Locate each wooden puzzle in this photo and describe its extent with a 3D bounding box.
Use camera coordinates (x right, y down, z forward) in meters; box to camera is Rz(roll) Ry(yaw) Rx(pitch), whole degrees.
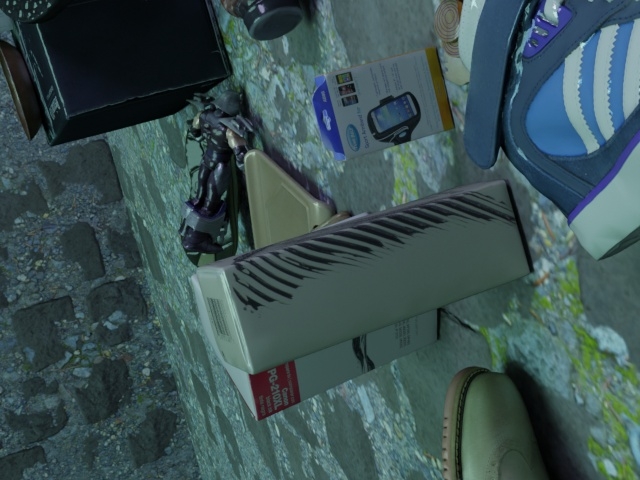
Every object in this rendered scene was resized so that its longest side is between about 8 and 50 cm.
[{"bbox_3d":[-0.036,-0.006,1.284,0.239,0.044,0.221,39,142,49],"label":"wooden puzzle"}]

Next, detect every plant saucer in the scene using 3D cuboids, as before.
[{"bbox_3d":[-0.564,-0.287,1.588,0.198,0.036,0.198,54,156,38],"label":"plant saucer"}]

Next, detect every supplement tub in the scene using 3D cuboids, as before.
[{"bbox_3d":[-0.089,-0.345,1.024,0.198,0.106,0.106,68,160,12],"label":"supplement tub"}]

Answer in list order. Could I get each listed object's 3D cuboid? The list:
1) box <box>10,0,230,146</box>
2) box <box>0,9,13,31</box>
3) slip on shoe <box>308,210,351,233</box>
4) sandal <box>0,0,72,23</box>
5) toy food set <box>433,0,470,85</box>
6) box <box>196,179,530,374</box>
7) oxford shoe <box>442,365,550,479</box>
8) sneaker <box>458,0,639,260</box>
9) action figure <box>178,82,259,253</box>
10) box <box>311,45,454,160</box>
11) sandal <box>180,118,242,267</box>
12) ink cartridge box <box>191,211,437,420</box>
[{"bbox_3d":[-0.413,-0.451,1.529,0.480,0.297,0.471,0,109,69],"label":"box"},{"bbox_3d":[-0.609,-0.438,1.425,0.091,0.130,0.170,58,155,33],"label":"box"},{"bbox_3d":[0.000,0.000,1.142,0.135,0.051,0.041,-33,59,53],"label":"slip on shoe"},{"bbox_3d":[-0.301,-0.410,1.135,0.446,0.107,0.167,-15,81,40],"label":"sandal"},{"bbox_3d":[0.119,-0.206,0.687,0.132,0.038,0.192,42,145,54],"label":"toy food set"},{"bbox_3d":[0.038,0.028,0.757,0.113,0.275,0.094,-5,102,69],"label":"box"},{"bbox_3d":[0.226,0.301,0.775,0.146,0.140,0.397,-25,77,39],"label":"oxford shoe"},{"bbox_3d":[0.169,-0.144,0.471,0.236,0.130,0.323,61,164,17],"label":"sneaker"},{"bbox_3d":[-0.172,-0.127,1.405,0.185,0.099,0.285,43,123,47],"label":"action figure"},{"bbox_3d":[0.054,-0.126,0.786,0.028,0.136,0.081,10,116,68],"label":"box"},{"bbox_3d":[-0.185,-0.083,1.547,0.120,0.086,0.302,13,108,25],"label":"sandal"},{"bbox_3d":[-0.005,0.079,0.979,0.172,0.237,0.100,48,152,49],"label":"ink cartridge box"}]
